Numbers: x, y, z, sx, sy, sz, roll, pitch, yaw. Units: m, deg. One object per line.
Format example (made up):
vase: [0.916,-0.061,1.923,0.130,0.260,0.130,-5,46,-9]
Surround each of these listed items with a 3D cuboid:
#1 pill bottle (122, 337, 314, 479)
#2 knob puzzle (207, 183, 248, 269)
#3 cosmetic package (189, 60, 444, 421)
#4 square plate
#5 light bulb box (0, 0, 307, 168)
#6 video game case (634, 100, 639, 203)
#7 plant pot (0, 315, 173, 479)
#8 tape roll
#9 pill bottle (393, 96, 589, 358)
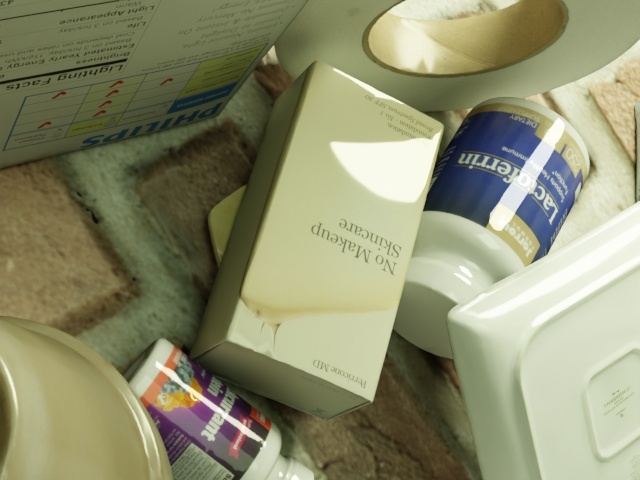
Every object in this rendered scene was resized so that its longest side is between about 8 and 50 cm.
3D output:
pill bottle: [-0.104,0.187,1.069,0.193,0.108,0.108,39,60,-9]
knob puzzle: [-0.031,0.015,1.209,0.213,0.030,0.213,8,70,-23]
cosmetic package: [0.000,0.000,1.148,0.160,0.113,0.309,24,63,-17]
square plate: [0.300,0.165,1.229,0.347,0.049,0.344,-26,109,-32]
light bulb box: [-0.217,-0.242,1.016,0.358,0.361,0.225,-17,79,-30]
video game case: [0.524,-0.042,1.481,0.269,0.061,0.244,14,66,-21]
plant pot: [-0.278,0.176,0.830,0.323,0.280,0.323,0,67,0]
tape roll: [0.140,-0.237,1.174,0.392,0.392,0.072,4,71,-25]
pill bottle: [0.171,-0.014,1.247,0.153,0.153,0.265,38,61,-10]
